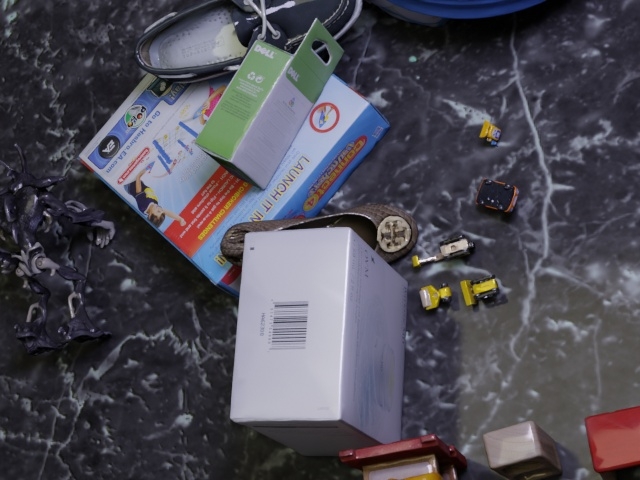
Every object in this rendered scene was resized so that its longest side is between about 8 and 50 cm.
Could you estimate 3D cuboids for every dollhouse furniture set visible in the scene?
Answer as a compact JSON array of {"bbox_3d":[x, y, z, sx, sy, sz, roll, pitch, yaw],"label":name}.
[{"bbox_3d":[0.224,0.303,1.603,0.374,0.152,0.201,-15,67,18],"label":"dollhouse furniture set"}]

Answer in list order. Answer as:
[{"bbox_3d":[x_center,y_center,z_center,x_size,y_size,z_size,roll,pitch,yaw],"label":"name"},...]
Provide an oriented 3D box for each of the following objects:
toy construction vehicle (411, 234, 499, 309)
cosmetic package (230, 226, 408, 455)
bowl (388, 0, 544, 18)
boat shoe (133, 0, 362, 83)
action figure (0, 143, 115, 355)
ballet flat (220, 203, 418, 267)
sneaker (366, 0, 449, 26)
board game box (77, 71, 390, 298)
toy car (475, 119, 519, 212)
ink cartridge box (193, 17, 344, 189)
[{"bbox_3d":[0.167,0.042,1.789,0.098,0.035,0.085,-21,77,18],"label":"toy construction vehicle"},{"bbox_3d":[0.006,0.126,1.715,0.138,0.225,0.224,-3,72,19],"label":"cosmetic package"},{"bbox_3d":[0.195,-0.442,1.854,0.391,0.077,0.391,-4,57,6],"label":"bowl"},{"bbox_3d":[-0.095,-0.269,1.857,0.303,0.091,0.114,-21,87,19],"label":"boat shoe"},{"bbox_3d":[-0.373,0.011,1.967,0.164,0.141,0.275,-16,82,19],"label":"action figure"},{"bbox_3d":[0.000,0.000,1.806,0.250,0.058,0.084,-2,95,-5],"label":"ballet flat"},{"bbox_3d":[0.072,-0.348,1.923,0.229,0.092,0.087,33,85,25],"label":"sneaker"},{"bbox_3d":[-0.119,-0.132,1.935,0.302,0.086,0.308,41,91,28],"label":"board game box"},{"bbox_3d":[0.229,-0.089,1.799,0.060,0.040,0.122,-6,71,43],"label":"toy car"},{"bbox_3d":[-0.062,-0.179,1.816,0.062,0.109,0.209,28,85,27],"label":"ink cartridge box"}]
